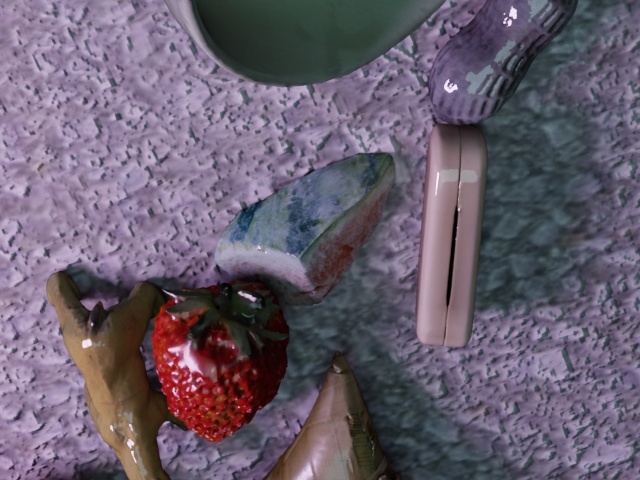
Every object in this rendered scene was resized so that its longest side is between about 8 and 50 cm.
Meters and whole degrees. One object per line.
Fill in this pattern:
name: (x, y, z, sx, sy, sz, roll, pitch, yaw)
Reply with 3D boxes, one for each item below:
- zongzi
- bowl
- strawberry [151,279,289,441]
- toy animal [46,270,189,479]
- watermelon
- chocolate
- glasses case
zongzi: (-0.022, 0.213, 1.746, 0.194, 0.099, 0.197, -20, 103, 10)
bowl: (-0.011, -0.280, 1.433, 0.307, 0.163, 0.307, -24, 138, -24)
strawberry: (-0.089, 0.101, 1.681, 0.131, 0.131, 0.148, 18, 146, -7)
toy animal: (-0.173, 0.132, 1.704, 0.103, 0.101, 0.218, -12, 114, 6)
watermelon: (-0.004, -0.005, 1.666, 0.094, 0.081, 0.180, 25, 122, -38)
chocolate: (0.147, -0.162, 1.572, 0.072, 0.072, 0.167, 34, 112, -14)
glasses case: (0.111, -0.003, 1.643, 0.050, 0.083, 0.196, 4, 114, 2)
